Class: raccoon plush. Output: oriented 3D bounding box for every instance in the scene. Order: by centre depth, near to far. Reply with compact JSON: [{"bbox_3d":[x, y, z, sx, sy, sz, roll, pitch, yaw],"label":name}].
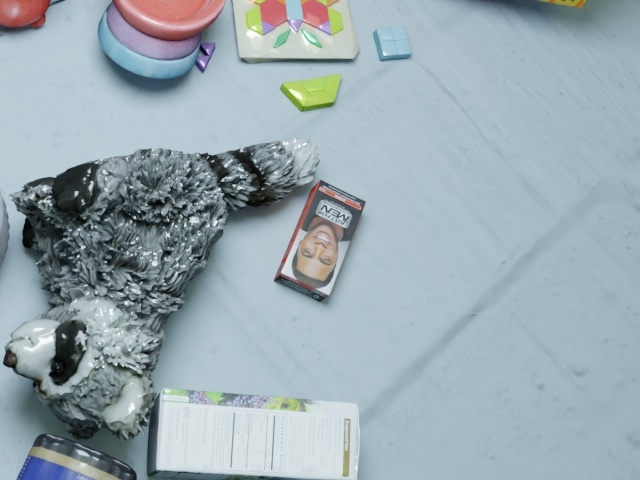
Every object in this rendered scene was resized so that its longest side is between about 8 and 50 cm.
[{"bbox_3d":[-0.154,0.049,1.188,0.446,0.216,0.299,-15,86,-20],"label":"raccoon plush"}]

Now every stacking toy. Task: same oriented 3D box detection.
[{"bbox_3d":[-0.275,-0.344,1.327,0.309,0.130,0.279,23,47,-7],"label":"stacking toy"}]

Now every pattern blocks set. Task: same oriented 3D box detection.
[{"bbox_3d":[-0.041,-0.317,1.416,0.325,0.026,0.285,-19,80,-21],"label":"pattern blocks set"}]

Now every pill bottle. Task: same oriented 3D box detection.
[{"bbox_3d":[-0.294,0.331,1.095,0.123,0.123,0.219,25,69,-8],"label":"pill bottle"}]

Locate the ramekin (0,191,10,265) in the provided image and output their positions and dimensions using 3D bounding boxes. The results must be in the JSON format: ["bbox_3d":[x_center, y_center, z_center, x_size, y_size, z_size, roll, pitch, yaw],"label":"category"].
[{"bbox_3d":[-0.449,-0.015,1.141,0.207,0.109,0.207,0,75,-1],"label":"ramekin"}]

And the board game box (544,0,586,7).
[{"bbox_3d":[0.242,-0.587,1.352,0.356,0.356,0.356,11,67,2],"label":"board game box"}]

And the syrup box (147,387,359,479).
[{"bbox_3d":[-0.079,0.235,1.203,0.237,0.093,0.096,6,72,-15],"label":"syrup box"}]

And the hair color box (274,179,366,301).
[{"bbox_3d":[0.000,0.000,1.324,0.072,0.043,0.141,25,69,-9],"label":"hair color box"}]
